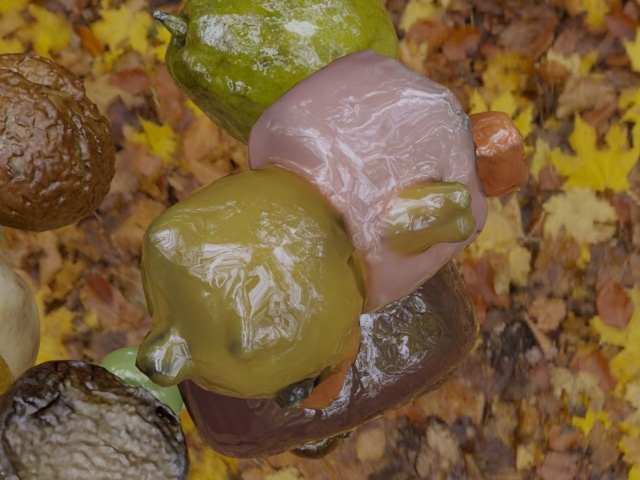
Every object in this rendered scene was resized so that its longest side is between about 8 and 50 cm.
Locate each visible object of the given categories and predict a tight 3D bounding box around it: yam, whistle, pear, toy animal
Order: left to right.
[{"bbox_3d":[-0.189,0.178,0.714,0.131,0.279,0.131,22,44,-23],"label":"yam"},{"bbox_3d":[-0.286,0.231,1.594,0.141,0.141,0.294,30,31,19],"label":"whistle"},{"bbox_3d":[-0.059,-0.256,1.663,0.375,0.287,0.287,13,63,-30],"label":"pear"},{"bbox_3d":[-0.004,-0.002,0.769,0.281,0.169,0.195,-49,26,-23],"label":"toy animal"}]

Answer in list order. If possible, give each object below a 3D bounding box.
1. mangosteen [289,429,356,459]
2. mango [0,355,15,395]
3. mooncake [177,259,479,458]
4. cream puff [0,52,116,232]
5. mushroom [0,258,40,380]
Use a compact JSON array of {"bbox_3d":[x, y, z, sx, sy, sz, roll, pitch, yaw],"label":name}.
[{"bbox_3d":[-0.044,0.194,1.802,0.297,0.297,0.293,-10,63,5],"label":"mangosteen"},{"bbox_3d":[-0.397,0.271,1.125,0.221,0.301,0.445,6,48,-1],"label":"mango"},{"bbox_3d":[-0.004,0.122,1.334,0.326,0.334,0.174,-24,88,-27],"label":"mooncake"},{"bbox_3d":[-0.414,-0.147,1.674,0.303,0.303,0.212,38,108,21],"label":"cream puff"},{"bbox_3d":[-0.559,0.180,1.654,0.325,0.353,0.353,11,67,-14],"label":"mushroom"}]
